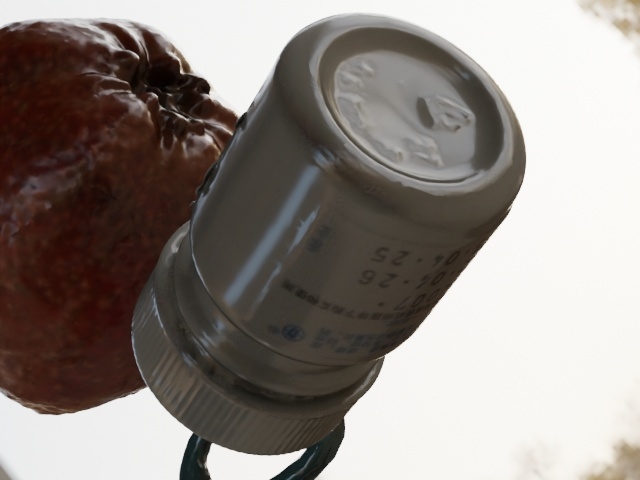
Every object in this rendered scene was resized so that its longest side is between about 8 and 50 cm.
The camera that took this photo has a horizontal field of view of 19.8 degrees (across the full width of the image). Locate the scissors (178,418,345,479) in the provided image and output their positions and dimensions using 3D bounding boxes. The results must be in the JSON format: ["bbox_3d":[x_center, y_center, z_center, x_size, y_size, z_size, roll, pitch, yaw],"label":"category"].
[{"bbox_3d":[-0.096,0.177,0.888,0.289,0.138,0.041,-32,-29,22],"label":"scissors"}]

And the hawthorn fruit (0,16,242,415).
[{"bbox_3d":[-0.148,0.001,1.016,0.253,0.205,0.205,-48,-18,27],"label":"hawthorn fruit"}]

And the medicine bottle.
[{"bbox_3d":[0.000,0.000,0.713,0.105,0.105,0.168,-26,-20,-42],"label":"medicine bottle"}]
